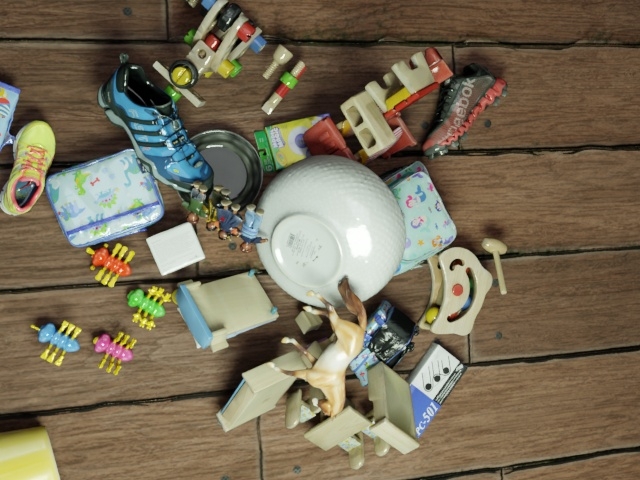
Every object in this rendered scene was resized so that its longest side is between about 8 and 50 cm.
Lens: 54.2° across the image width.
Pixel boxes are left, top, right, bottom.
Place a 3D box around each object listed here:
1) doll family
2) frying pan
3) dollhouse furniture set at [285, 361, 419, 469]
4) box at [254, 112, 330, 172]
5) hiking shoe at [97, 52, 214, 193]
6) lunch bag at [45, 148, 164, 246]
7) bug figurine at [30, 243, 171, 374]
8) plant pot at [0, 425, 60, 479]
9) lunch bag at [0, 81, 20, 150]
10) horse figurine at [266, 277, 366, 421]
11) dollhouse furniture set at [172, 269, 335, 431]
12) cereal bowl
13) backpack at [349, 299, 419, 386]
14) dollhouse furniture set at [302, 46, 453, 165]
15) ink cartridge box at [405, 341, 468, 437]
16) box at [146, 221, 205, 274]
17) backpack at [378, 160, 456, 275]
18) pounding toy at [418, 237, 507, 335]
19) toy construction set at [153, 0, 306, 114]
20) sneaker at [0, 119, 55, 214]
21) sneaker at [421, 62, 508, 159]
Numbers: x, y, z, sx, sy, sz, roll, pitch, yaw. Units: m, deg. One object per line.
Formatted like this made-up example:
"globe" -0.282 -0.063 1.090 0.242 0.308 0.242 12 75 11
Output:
"doll family" -0.197 -0.043 1.292 0.193 0.076 0.111 33 122 21
"frying pan" -0.289 -0.166 1.387 0.326 0.053 0.197 17 85 -9
"dollhouse furniture set" 0.075 0.399 1.338 0.242 0.161 0.212 -38 117 24
"box" -0.055 -0.224 1.442 0.179 0.043 0.105 -16 93 -10
"hiking shoe" -0.327 -0.223 1.275 0.304 0.132 0.113 46 52 -10
"lunch bag" -0.452 -0.087 1.335 0.219 0.090 0.176 -18 97 -10
"bug figurine" -0.461 0.154 1.340 0.216 0.072 0.279 36 78 -16
"plant pot" -0.644 0.485 1.227 0.239 0.254 0.253 -15 93 -28
"lunch bag" -0.769 -0.248 1.262 0.293 0.138 0.220 19 87 -25
"horse figurine" 0.016 0.208 1.228 0.175 0.066 0.263 32 100 12
"dollhouse furniture set" -0.162 0.214 1.406 0.286 0.198 0.303 -17 63 -40
"cereal bowl" 0.000 0.000 1.309 0.339 0.141 0.338 10 117 21
"backpack" 0.129 0.241 1.429 0.117 0.158 0.173 41 106 5
"dollhouse furniture set" 0.147 -0.252 1.295 0.201 0.374 0.152 -35 96 -32
"ink cartridge box" 0.254 0.359 1.506 0.097 0.046 0.207 39 83 -8
"box" -0.313 0.017 1.356 0.102 0.101 0.087 -22 94 -11
"backpack" 0.164 -0.036 1.423 0.254 0.191 0.225 -28 97 -6
"pounding toy" 0.329 0.098 1.466 0.154 0.155 0.269 26 85 -15
"toy construction set" -0.209 -0.372 1.349 0.309 0.257 0.237 34 102 -31
"sneaker" -0.594 -0.146 1.290 0.082 0.094 0.208 15 91 -37
"sneaker" 0.319 -0.316 1.494 0.135 0.098 0.276 44 80 -9
